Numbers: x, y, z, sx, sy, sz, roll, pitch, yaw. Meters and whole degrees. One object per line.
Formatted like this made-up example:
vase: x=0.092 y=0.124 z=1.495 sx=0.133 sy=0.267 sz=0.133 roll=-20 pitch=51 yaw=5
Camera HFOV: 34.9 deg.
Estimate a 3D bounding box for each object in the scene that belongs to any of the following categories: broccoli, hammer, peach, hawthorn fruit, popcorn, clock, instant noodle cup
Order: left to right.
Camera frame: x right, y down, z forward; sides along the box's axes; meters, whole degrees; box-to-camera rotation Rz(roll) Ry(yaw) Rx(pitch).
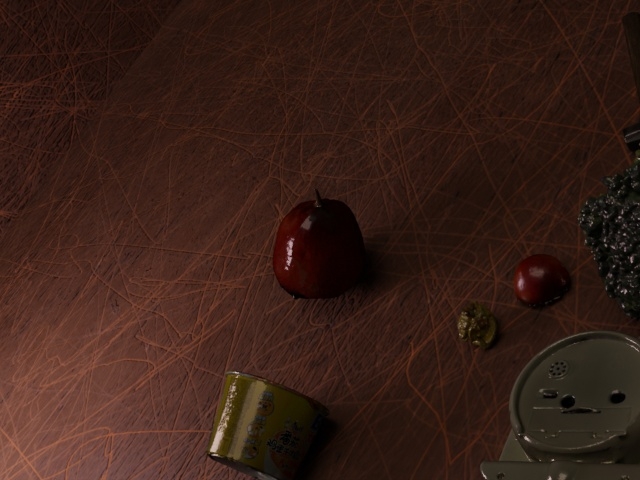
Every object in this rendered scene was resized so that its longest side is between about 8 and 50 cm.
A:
instant noodle cup: x=-0.104 y=0.332 z=1.782 sx=0.205 sy=0.205 sz=0.153 roll=3 pitch=62 yaw=44
hawthorn fruit: x=0.000 y=0.000 z=1.962 sx=0.190 sy=0.251 sz=0.189 roll=4 pitch=34 yaw=-3
popcorn: x=0.270 y=0.143 z=1.729 sx=0.083 sy=0.068 sz=0.059 roll=64 pitch=150 yaw=29
peach: x=0.366 y=0.061 z=1.714 sx=0.098 sy=0.061 sz=0.098 roll=-27 pitch=33 yaw=19
clock: x=0.386 y=0.245 z=1.453 sx=0.265 sy=0.108 sz=0.324 roll=-10 pitch=40 yaw=36
hammer: x=0.598 y=-0.310 z=1.882 sx=0.111 sy=0.043 sz=0.365 roll=-22 pitch=41 yaw=27
broccoli: x=0.562 y=-0.018 z=1.497 sx=0.281 sy=0.348 sz=0.293 roll=-29 pitch=70 yaw=-34
